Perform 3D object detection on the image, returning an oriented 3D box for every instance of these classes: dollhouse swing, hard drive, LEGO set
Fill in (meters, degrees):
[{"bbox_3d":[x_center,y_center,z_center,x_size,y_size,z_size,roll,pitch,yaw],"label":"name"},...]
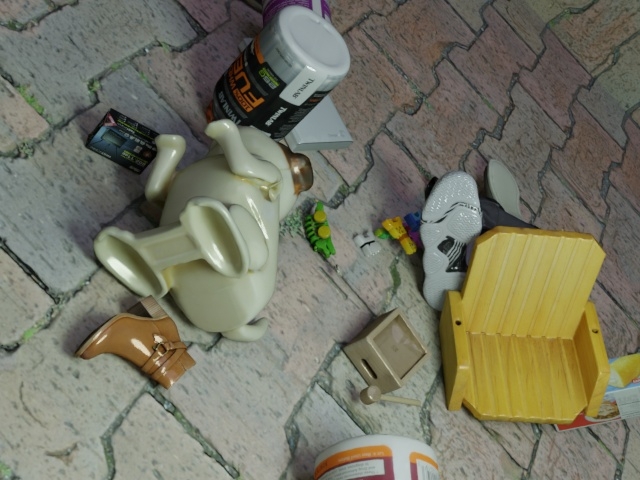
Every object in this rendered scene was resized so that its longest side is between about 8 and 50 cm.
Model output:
[{"bbox_3d":[0.470,0.187,1.963,0.347,0.305,0.315,5,50,-7],"label":"dollhouse swing"},{"bbox_3d":[-0.059,-0.359,2.196,0.203,0.040,0.307,-10,67,-47],"label":"hard drive"},{"bbox_3d":[0.193,-0.004,2.122,0.227,0.087,0.093,-15,71,-47],"label":"LEGO set"}]

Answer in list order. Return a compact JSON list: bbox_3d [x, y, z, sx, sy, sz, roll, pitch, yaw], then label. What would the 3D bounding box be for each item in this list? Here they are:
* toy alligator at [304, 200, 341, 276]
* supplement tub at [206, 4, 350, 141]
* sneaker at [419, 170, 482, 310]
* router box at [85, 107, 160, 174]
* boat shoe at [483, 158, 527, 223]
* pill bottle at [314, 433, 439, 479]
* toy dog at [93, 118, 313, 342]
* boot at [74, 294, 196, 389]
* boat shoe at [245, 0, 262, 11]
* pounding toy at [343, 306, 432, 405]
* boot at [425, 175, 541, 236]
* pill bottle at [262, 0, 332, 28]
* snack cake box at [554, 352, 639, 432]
[{"bbox_3d":[0.000,0.000,1.965,0.051,0.056,0.189,-13,64,-3],"label":"toy alligator"},{"bbox_3d":[-0.100,-0.333,1.916,0.194,0.316,0.193,25,45,-27],"label":"supplement tub"},{"bbox_3d":[0.306,-0.030,2.101,0.138,0.365,0.210,5,34,9],"label":"sneaker"},{"bbox_3d":[-0.374,-0.188,1.716,0.122,0.092,0.038,28,44,-25],"label":"router box"},{"bbox_3d":[0.498,-0.089,2.480,0.109,0.091,0.305,13,51,-28],"label":"boat shoe"},{"bbox_3d":[0.105,0.547,1.495,0.224,0.224,0.392,23,47,-30],"label":"pill bottle"},{"bbox_3d":[-0.154,-0.053,1.682,0.395,0.285,0.408,49,37,-24],"label":"toy dog"},{"bbox_3d":[-0.303,0.190,1.506,0.152,0.073,0.197,56,42,0],"label":"boot"},{"bbox_3d":[-0.160,-0.685,2.282,0.355,0.130,0.132,20,48,-33],"label":"boat shoe"},{"bbox_3d":[0.130,0.273,1.847,0.206,0.094,0.181,-37,94,-42],"label":"pounding toy"},{"bbox_3d":[0.411,-0.041,2.280,0.223,0.118,0.338,18,14,-33],"label":"boot"},{"bbox_3d":[-0.052,-0.481,2.134,0.169,0.169,0.301,21,47,-31],"label":"pill bottle"},{"bbox_3d":[0.669,0.361,2.123,0.152,0.264,0.089,56,24,-48],"label":"snack cake box"}]
